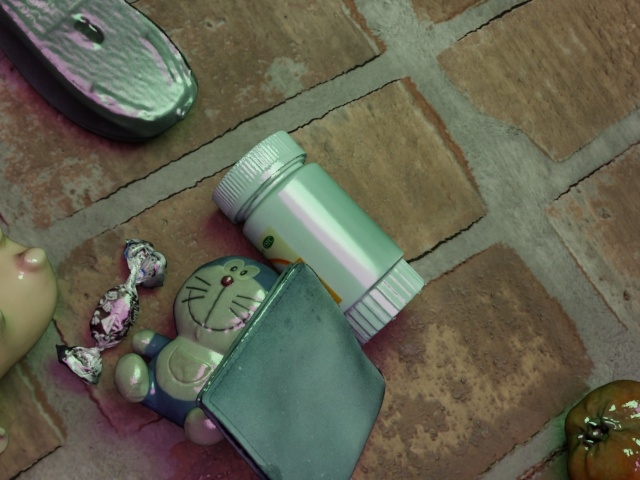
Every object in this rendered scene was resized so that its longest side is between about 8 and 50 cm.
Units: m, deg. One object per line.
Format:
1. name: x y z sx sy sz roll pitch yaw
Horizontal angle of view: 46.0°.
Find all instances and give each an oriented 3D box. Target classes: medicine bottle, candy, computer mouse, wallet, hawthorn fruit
1. medicine bottle: 0.000 0.000 1.131 0.318 0.158 0.158 46 71 5
2. candy: -0.302 0.099 1.103 0.094 0.051 0.226 22 69 7
3. computer mouse: -0.360 -0.302 1.173 0.374 0.114 0.203 43 68 -5
4. wallet: -0.019 0.213 1.008 0.290 0.054 0.251 58 44 -29
5. hawthorn fruit: 0.492 0.326 1.128 0.251 0.199 0.199 26 70 -18

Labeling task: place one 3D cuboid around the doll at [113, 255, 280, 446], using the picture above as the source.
1. doll: -0.145 0.142 1.057 0.228 0.154 0.258 20 77 27

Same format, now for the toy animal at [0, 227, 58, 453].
1. toy animal: -0.480 0.138 0.973 0.237 0.269 0.326 31 38 -2
